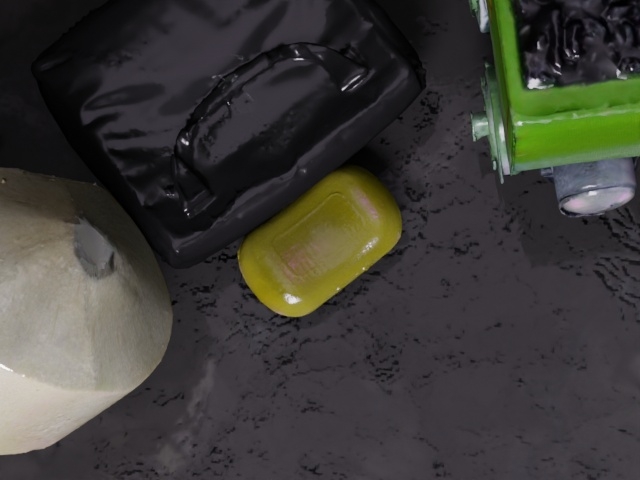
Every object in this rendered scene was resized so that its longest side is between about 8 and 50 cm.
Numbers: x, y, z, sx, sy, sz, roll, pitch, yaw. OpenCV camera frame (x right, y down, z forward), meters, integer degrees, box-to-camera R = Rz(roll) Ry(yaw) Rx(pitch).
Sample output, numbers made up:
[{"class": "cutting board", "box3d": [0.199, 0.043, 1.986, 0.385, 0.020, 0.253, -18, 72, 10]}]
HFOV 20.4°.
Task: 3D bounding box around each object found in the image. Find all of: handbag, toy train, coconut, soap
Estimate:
[{"class": "handbag", "box3d": [-0.078, -0.134, 1.490, 0.275, 0.088, 0.244, -37, 72, -3]}, {"class": "toy train", "box3d": [0.192, -0.184, 1.382, 0.173, 0.249, 0.307, -7, 75, 5]}, {"class": "coconut", "box3d": [-0.232, 0.049, 1.394, 0.241, 0.241, 0.241, -2, 76, 8]}, {"class": "soap", "box3d": [0.000, 0.000, 1.470, 0.140, 0.045, 0.089, -38, 77, -3]}]
